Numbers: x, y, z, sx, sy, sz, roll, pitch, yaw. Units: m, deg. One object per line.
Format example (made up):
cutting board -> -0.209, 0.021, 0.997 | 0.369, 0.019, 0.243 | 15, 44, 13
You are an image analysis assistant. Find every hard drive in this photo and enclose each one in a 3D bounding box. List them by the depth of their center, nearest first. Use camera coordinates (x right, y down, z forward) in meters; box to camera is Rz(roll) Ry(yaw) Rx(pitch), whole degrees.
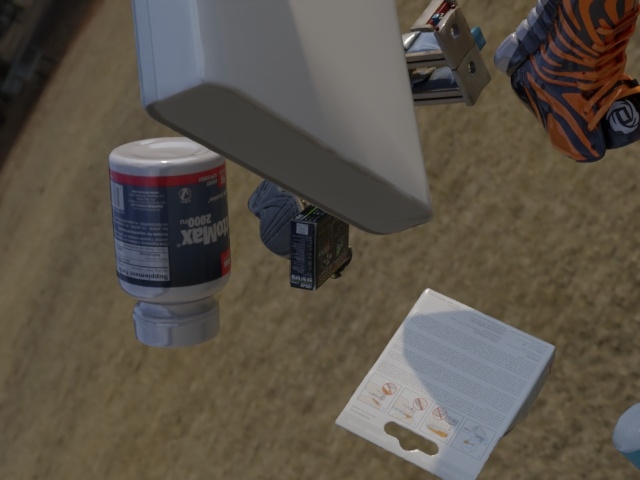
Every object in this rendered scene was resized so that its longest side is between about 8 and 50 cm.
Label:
hard drive -> -0.031, -0.197, 0.735 | 0.047, 0.233, 0.353 | -19, 67, 25

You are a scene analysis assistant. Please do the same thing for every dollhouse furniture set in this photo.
dollhouse furniture set -> 0.177, -0.293, 1.896 | 0.129, 0.129, 0.184 | 0, 42, 39

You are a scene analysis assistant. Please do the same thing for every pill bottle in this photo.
pill bottle -> -0.137, 0.002, 1.241 | 0.108, 0.108, 0.180 | -119, 26, -71

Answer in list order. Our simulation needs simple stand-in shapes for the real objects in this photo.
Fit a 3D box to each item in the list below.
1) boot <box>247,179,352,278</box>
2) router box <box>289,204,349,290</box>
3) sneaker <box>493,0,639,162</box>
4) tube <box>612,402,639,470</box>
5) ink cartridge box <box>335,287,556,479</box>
boot -> -0.014, 0.000, 2.102 | 0.085, 0.178, 0.236 | -48, 27, 7
router box -> 0.000, 0.000, 1.722 | 0.122, 0.038, 0.092 | -40, -46, -60
sneaker -> 0.306, -0.197, 1.399 | 0.124, 0.180, 0.321 | -27, -12, -17
tube -> 0.347, 0.221, 1.206 | 0.080, 0.207, 0.052 | -49, 24, 6
ink cartridge box -> 0.121, 0.145, 1.265 | 0.179, 0.145, 0.045 | -54, -24, -28
